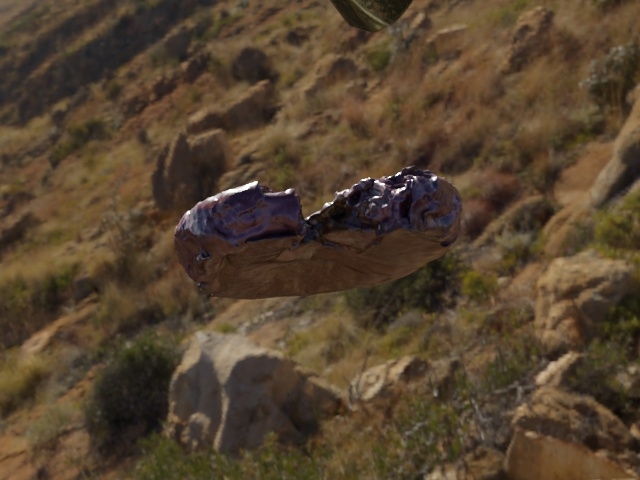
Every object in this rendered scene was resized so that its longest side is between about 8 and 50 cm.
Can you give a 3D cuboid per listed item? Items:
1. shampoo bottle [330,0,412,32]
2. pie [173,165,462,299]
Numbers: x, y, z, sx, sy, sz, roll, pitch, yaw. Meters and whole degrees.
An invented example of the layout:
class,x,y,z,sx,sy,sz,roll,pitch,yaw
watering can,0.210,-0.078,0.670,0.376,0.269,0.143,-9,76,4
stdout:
class,x,y,z,sx,sy,sz,roll,pitch,yaw
shampoo bottle,0.000,-0.368,0.918,0.084,0.350,0.126,19,72,37
pie,0.000,0.000,0.676,0.218,0.054,0.204,-9,-16,-5
